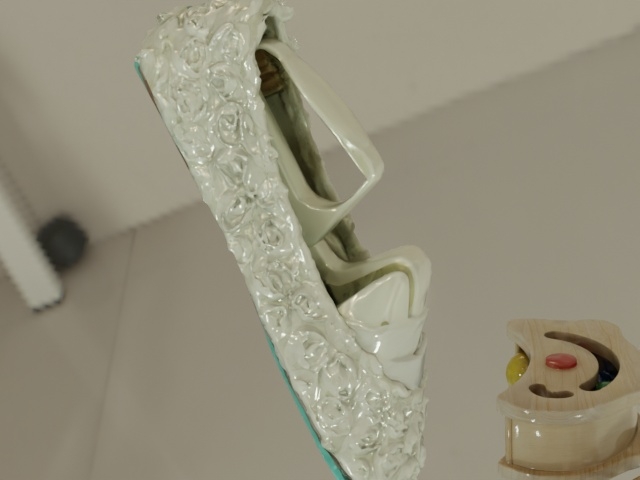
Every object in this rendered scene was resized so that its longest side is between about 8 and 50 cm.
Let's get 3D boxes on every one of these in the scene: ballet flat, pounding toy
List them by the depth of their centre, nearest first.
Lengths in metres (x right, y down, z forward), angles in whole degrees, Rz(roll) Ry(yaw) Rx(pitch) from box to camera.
[{"bbox_3d":[0.000,0.000,1.470,0.147,0.147,0.409,-26,94,17],"label":"ballet flat"},{"bbox_3d":[0.225,0.185,1.795,0.154,0.269,0.154,-6,110,-9],"label":"pounding toy"}]
